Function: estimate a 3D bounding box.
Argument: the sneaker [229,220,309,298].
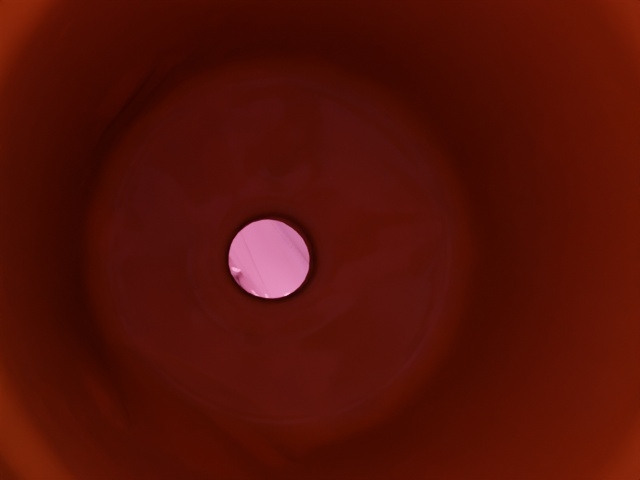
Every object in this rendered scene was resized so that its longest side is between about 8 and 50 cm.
[{"bbox_3d":[-0.032,-0.092,0.809,0.111,0.129,0.297,53,22,-78],"label":"sneaker"}]

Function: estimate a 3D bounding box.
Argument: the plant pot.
[{"bbox_3d":[0.000,0.000,0.420,0.239,0.254,0.254,157,-84,-80],"label":"plant pot"}]
